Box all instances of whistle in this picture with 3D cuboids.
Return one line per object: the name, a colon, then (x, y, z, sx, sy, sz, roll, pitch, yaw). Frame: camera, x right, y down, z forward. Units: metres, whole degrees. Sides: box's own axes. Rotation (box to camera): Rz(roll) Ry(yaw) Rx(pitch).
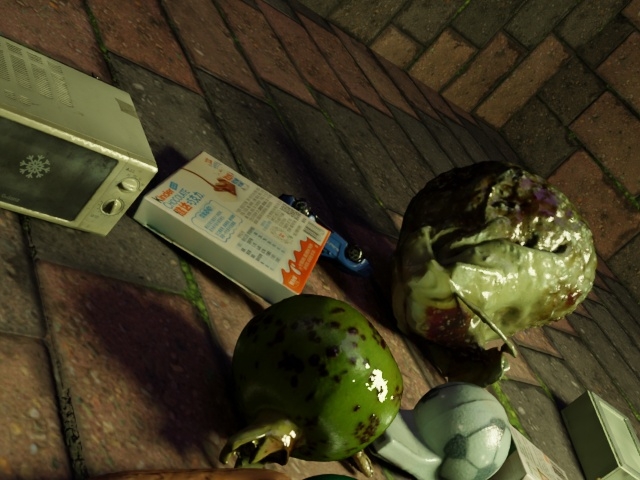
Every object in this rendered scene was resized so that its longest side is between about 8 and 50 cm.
whistle: (0.184, 0.269, 1.173, 0.290, 0.163, 0.163, 41, 18, -46)

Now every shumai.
shumai: (0.268, 0.063, 1.501, 0.395, 0.395, 0.348, 47, 43, 8)

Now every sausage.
sausage: (-0.120, 0.260, 0.777, 0.289, 0.086, 0.086, 16, 35, -50)

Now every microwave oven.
microwave oven: (-0.355, -0.133, 1.002, 0.240, 0.145, 0.194, 20, 30, -45)

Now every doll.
doll: (0.045, 0.268, 1.086, 0.093, 0.051, 0.061, 41, -8, 0)

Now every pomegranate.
pomegranate: (-0.019, 0.181, 0.959, 0.211, 0.211, 0.263, 42, 47, -5)

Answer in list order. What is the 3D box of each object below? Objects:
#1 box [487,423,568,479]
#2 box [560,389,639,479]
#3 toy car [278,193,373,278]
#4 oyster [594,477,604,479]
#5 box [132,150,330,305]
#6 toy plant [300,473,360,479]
box: (0.331, 0.388, 1.276, 0.135, 0.081, 0.199, 41, 8, -3)
box: (0.599, 0.435, 1.685, 0.129, 0.086, 0.225, 36, 24, -19)
toy car: (0.000, 0.000, 1.453, 0.216, 0.063, 0.103, 42, -10, -4)
oyster: (0.483, 0.545, 1.256, 0.238, 0.115, 0.351, 42, 22, -5)
box: (-0.125, -0.024, 1.274, 0.265, 0.048, 0.273, 33, 23, -1)
toy plant: (0.040, 0.351, 0.789, 0.243, 0.112, 0.232, 19, 56, -23)
